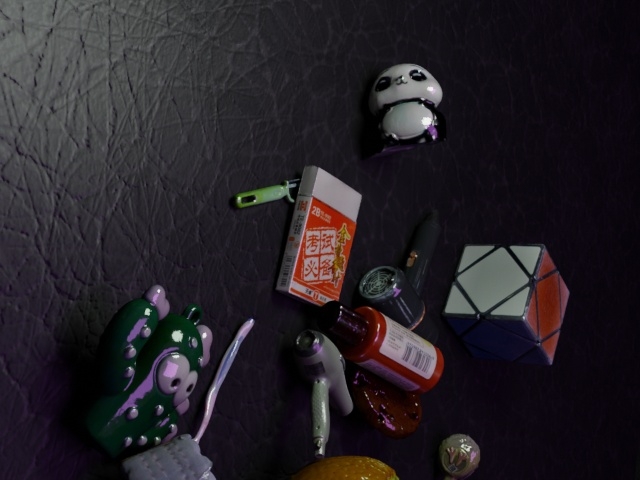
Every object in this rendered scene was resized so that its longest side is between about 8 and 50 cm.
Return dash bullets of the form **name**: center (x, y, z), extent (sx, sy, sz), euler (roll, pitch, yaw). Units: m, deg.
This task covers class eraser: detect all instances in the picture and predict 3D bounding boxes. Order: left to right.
- **eraser**: center (0.000, 0.000, 1.707), extent (0.157, 0.038, 0.230), euler (28, 72, -53)

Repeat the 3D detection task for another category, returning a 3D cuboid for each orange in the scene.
- **orange**: center (-0.012, 0.491, 1.546), extent (0.335, 0.196, 0.263), euler (-60, 175, -29)

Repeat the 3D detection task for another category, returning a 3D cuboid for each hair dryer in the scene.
- **hair dryer**: center (0.016, 0.288, 1.683), extent (0.219, 0.088, 0.225), euler (49, 31, -62)
- **hair dryer**: center (0.185, 0.048, 1.948), extent (0.189, 0.107, 0.352), euler (56, 40, -36)

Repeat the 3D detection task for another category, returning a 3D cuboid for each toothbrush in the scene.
- **toothbrush**: center (-0.165, 0.235, 1.502), extent (0.021, 0.027, 0.269), euler (71, 37, -51)

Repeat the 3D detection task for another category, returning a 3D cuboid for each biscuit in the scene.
- **biscuit**: center (0.124, 0.292, 1.836), extent (0.192, 0.049, 0.192), euler (33, 42, -35)

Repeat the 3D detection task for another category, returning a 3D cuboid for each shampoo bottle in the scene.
- **shampoo bottle**: center (0.105, 0.189, 1.751), extent (0.278, 0.104, 0.104), euler (33, 64, -36)

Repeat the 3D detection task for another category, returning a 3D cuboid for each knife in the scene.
- **knife**: center (-0.080, -0.072, 1.625), extent (0.212, 0.015, 0.054), euler (-16, 109, -55)

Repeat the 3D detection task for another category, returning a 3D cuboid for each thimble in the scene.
- **thimble**: center (-0.204, 0.354, 1.311), extent (0.117, 0.151, 0.127), euler (-18, 135, -22)

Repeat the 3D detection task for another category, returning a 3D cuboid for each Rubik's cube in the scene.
- **Rubik's cube**: center (0.427, 0.144, 2.176), extent (0.205, 0.205, 0.207), euler (50, 51, -43)

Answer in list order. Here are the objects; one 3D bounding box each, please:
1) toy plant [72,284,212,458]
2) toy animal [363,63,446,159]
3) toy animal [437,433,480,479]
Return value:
- **toy plant**: center (-0.238, 0.186, 1.324), extent (0.232, 0.112, 0.243), euler (30, 82, -62)
- **toy animal**: center (0.157, -0.255, 1.850), extent (0.138, 0.165, 0.179), euler (58, 27, -77)
- **toy animal**: center (0.302, 0.494, 2.112), extent (0.098, 0.098, 0.137), euler (16, 95, -53)
